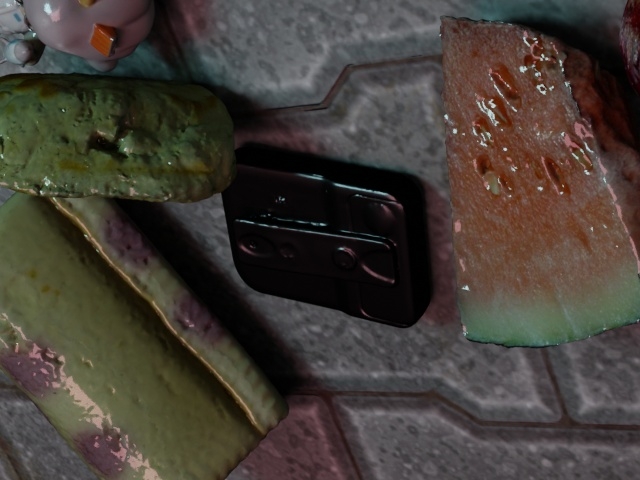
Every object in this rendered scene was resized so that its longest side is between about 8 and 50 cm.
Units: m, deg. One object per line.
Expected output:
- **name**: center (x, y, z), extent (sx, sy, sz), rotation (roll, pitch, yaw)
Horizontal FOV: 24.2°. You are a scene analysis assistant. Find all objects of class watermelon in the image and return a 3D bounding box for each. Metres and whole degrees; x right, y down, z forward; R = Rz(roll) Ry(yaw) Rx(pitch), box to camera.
- **watermelon**: center (0.170, -0.058, 1.100), extent (0.193, 0.140, 0.257), rotation (-7, 109, 42)

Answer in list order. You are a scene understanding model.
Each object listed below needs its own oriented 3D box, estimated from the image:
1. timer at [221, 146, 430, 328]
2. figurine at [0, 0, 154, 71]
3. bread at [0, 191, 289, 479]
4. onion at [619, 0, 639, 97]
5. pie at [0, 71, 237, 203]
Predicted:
- **timer**: center (0.000, 0.000, 1.291), extent (0.187, 0.055, 0.144), rotation (11, 129, 27)
- **figurine**: center (-0.212, -0.203, 1.243), extent (0.229, 0.112, 0.137), rotation (4, 118, 47)
- **bread**: center (-0.198, 0.099, 1.407), extent (0.338, 0.187, 0.155), rotation (48, 159, -8)
- **onion**: center (0.295, -0.099, 0.975), extent (0.195, 0.140, 0.218), rotation (2, 127, 24)
- **pie**: center (-0.194, -0.094, 1.244), extent (0.248, 0.201, 0.090), rotation (1, 113, -10)
